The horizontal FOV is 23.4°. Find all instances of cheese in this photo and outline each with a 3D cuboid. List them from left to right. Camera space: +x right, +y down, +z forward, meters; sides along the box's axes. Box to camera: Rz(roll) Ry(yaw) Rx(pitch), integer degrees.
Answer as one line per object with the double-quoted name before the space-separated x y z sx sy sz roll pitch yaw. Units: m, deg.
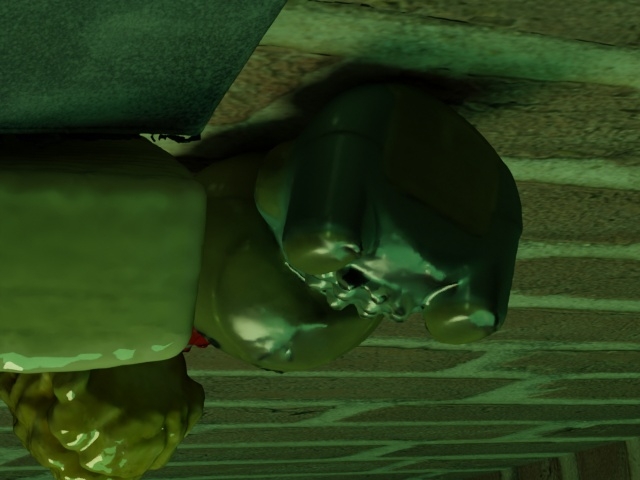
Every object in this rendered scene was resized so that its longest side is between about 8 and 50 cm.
"cheese" -0.223 -0.008 0.865 0.265 0.124 0.242 1 -164 -21

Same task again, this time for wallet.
"wallet" -0.118 -0.107 0.733 0.222 0.036 0.167 -4 146 -36

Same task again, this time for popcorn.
"popcorn" -0.214 0.113 1.369 0.200 0.226 0.203 -31 120 30

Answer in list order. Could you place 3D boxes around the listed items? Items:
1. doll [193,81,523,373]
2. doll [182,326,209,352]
"doll" 0.000 0.000 1.060 0.177 0.161 0.261 25 149 -27
"doll" -0.123 0.077 1.488 0.109 0.057 0.169 19 149 -16
